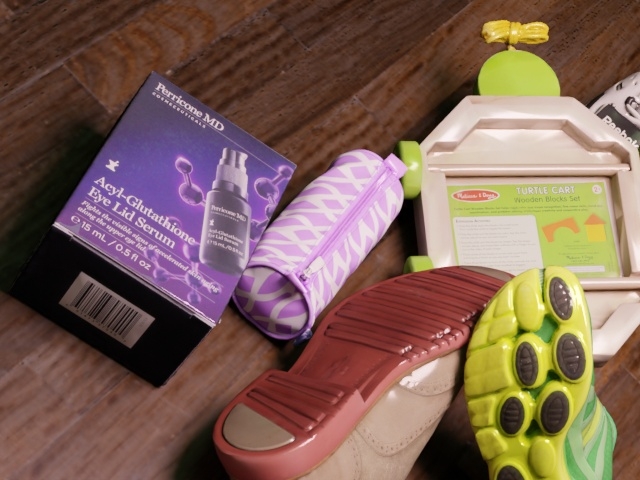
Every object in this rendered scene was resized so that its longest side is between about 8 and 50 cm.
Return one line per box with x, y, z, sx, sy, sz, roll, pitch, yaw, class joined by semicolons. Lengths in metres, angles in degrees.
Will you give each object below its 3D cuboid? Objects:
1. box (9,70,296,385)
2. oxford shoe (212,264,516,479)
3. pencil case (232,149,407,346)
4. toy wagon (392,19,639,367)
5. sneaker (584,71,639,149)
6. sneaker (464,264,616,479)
-0.134;-0.012;1.373;0.153;0.108;0.207;32;46;-9;box
0.048;0.132;1.391;0.348;0.123;0.130;-32;124;-36;oxford shoe
0.000;0.000;1.469;0.086;0.088;0.206;40;44;-3;pencil case
0.201;-0.047;1.583;0.267;0.068;0.344;0;66;-11;toy wagon
0.305;-0.100;1.710;0.122;0.146;0.330;44;47;0;sneaker
0.187;0.152;1.404;0.109;0.295;0.123;3;23;19;sneaker
